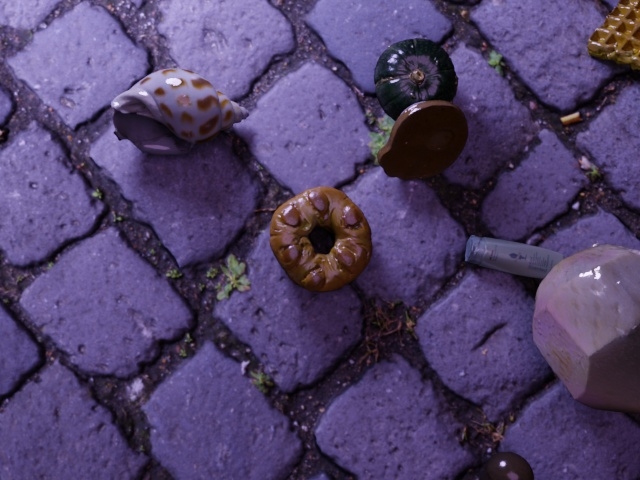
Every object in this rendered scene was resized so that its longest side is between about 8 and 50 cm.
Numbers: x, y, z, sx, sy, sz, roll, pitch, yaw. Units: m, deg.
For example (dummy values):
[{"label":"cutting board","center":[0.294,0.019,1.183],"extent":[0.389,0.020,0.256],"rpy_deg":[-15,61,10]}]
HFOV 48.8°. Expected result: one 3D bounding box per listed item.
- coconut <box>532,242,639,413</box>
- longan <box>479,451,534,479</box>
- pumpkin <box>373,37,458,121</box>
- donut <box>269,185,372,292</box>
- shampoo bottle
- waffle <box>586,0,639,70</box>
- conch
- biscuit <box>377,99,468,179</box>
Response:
[{"label":"coconut","center":[0.619,0.193,1.437],"extent":[0.353,0.352,0.352],"rpy_deg":[0,84,-4]},{"label":"longan","center":[0.393,0.501,1.491],"extent":[0.113,0.092,0.113],"rpy_deg":[3,103,12]},{"label":"pumpkin","center":[0.208,-0.345,1.541],"extent":[0.190,0.146,0.190],"rpy_deg":[-2,110,-7]},{"label":"donut","center":[0.002,0.000,1.507],"extent":[0.227,0.114,0.226],"rpy_deg":[0,83,-4]},{"label":"shampoo bottle","center":[0.429,0.039,1.564],"extent":[0.213,0.049,0.072],"rpy_deg":[10,87,-2]},{"label":"waffle","center":[0.758,-0.477,1.585],"extent":[0.219,0.057,0.229],"rpy_deg":[36,81,35]},{"label":"conch","center":[-0.294,-0.276,1.500],"extent":[0.275,0.182,0.148],"rpy_deg":[16,52,-8]},{"label":"biscuit","center":[0.224,-0.219,1.521],"extent":[0.181,0.208,0.049],"rpy_deg":[4,43,-21]}]
